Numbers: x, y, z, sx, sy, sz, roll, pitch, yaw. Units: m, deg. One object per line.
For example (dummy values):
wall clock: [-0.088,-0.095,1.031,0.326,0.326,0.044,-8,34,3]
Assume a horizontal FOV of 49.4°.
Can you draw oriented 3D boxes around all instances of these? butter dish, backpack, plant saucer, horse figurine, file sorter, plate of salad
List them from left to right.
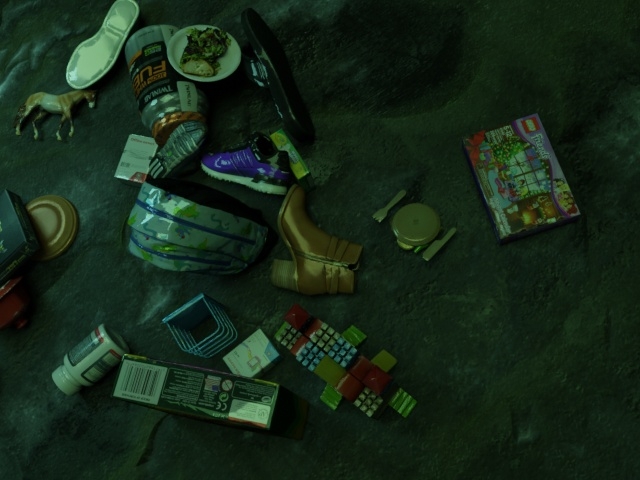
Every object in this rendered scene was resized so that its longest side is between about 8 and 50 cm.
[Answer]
butter dish: [-0.842,0.189,1.876,0.160,0.160,0.118,-42,106,-5]
plant saucer: [-0.788,-0.040,1.980,0.199,0.037,0.200,-3,72,10]
horse figurine: [-0.807,-0.384,2.079,0.263,0.066,0.175,2,74,12]
backpack: [-0.312,-0.035,1.714,0.290,0.355,0.273,28,81,18]
file sorter: [-0.291,0.219,1.728,0.118,0.170,0.104,-34,73,-1]
plate of salad: [-0.314,-0.515,1.883,0.199,0.048,0.200,4,62,-8]

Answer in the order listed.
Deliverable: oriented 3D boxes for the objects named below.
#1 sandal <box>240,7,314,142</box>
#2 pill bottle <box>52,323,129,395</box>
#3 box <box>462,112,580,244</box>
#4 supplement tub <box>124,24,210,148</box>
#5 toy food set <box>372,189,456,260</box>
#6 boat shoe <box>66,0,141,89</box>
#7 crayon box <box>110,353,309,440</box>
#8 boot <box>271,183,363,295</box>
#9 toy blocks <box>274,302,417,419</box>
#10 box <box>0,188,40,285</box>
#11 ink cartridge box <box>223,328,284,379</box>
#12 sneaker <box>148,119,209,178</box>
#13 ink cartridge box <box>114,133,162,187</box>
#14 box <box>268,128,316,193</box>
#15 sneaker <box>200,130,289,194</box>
sandal: [-0.151,-0.458,1.928,0.107,0.167,0.446,-29,68,20]
pill bottle: [-0.594,0.310,1.791,0.180,0.108,0.108,-40,69,-3]
box: [0.497,-0.156,1.747,0.200,0.057,0.293,-18,70,5]
supplement tub: [-0.424,-0.426,1.948,0.193,0.193,0.316,-21,69,4]
toy food set: [0.241,-0.035,1.776,0.132,0.038,0.192,-43,64,-12]
boat shoe: [-0.646,-0.581,2.102,0.116,0.099,0.319,32,83,-4]
crayon box: [-0.236,0.366,1.590,0.362,0.313,0.106,8,71,14]
boot: [0.000,0.000,1.769,0.220,0.109,0.284,5,75,14]
toy blocks: [0.034,0.275,1.594,0.381,0.261,0.191,36,83,20]
box: [-0.890,-0.005,1.937,0.183,0.059,0.233,-41,56,6]
ink cartridge box: [-0.168,0.295,1.739,0.122,0.052,0.088,-39,70,-1]
sneaker: [-0.357,-0.247,1.902,0.228,0.132,0.086,-35,74,28]
ink cartridge box: [-0.510,-0.222,1.972,0.099,0.056,0.135,13,76,15]
box: [-0.079,-0.218,1.857,0.043,0.105,0.179,-33,69,-4]
sneaker: [-0.190,-0.220,1.836,0.293,0.102,0.146,19,104,33]
